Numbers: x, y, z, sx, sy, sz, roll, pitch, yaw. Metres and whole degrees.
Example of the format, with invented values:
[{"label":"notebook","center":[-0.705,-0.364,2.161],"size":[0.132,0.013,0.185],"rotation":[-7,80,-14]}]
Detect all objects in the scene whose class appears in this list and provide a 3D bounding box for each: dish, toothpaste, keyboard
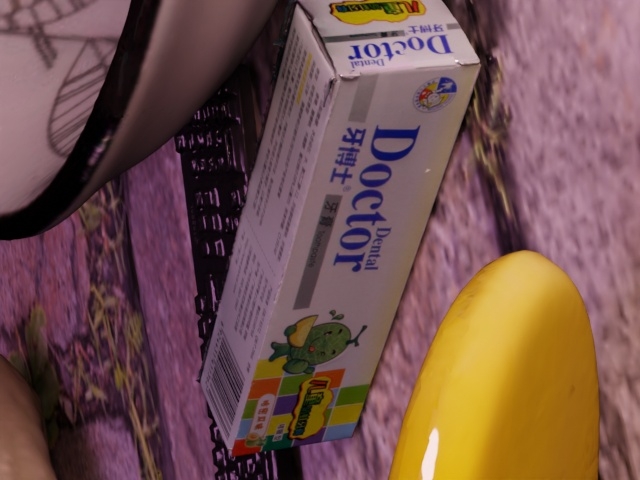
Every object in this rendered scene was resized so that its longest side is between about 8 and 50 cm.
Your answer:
[{"label":"dish","center":[-0.057,-0.158,0.579],"size":[0.316,0.106,0.317],"rotation":[22,115,60]},{"label":"toothpaste","center":[0.000,0.000,0.577],"size":[0.164,0.046,0.034],"rotation":[107,148,-44]},{"label":"keyboard","center":[-0.029,0.042,0.697],"size":[0.061,0.013,0.204],"rotation":[-178,81,-66]}]

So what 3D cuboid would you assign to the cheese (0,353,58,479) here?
[{"label":"cheese","center":[-0.173,0.183,0.978],"size":[0.159,0.093,0.263],"rotation":[-121,31,-47]}]

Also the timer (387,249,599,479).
[{"label":"timer","center":[-0.008,0.220,0.369],"size":[0.387,0.376,0.376],"rotation":[-45,-42,-64]}]
